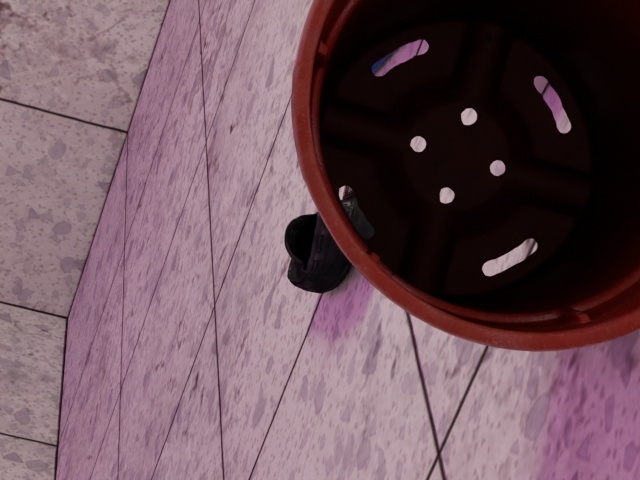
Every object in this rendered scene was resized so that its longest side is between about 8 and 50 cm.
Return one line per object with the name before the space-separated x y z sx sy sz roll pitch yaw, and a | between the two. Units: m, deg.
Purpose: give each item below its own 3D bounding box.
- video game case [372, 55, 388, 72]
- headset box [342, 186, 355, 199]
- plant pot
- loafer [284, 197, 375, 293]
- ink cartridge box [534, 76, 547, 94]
video game case | 0.082 -0.326 1.911 0.269 0.061 0.244 137 144 -66
headset box | 0.050 -0.070 1.830 0.083 0.032 0.062 152 132 -74
plant pot | 0.106 -0.067 1.146 0.265 0.272 0.272 150 134 -83
loafer | 0.000 0.000 1.860 0.223 0.078 0.076 141 142 -69
ink cartridge box | 0.150 -0.177 1.451 0.115 0.067 0.198 -91 20 -48
